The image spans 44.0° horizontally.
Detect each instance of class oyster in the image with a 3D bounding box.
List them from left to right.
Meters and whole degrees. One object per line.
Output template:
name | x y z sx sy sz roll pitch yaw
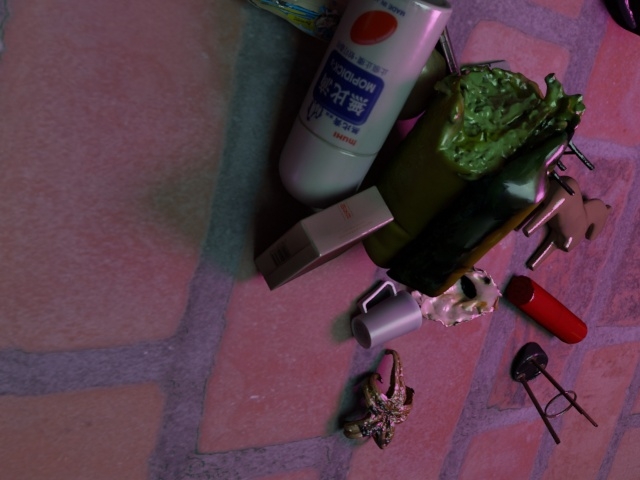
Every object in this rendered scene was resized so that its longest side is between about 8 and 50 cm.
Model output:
oyster | 0.256 0.090 1.502 0.209 0.072 0.133 -9 111 -20

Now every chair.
chair | 0.407 -0.183 1.490 0.212 0.101 0.084 45 77 -18
chair | 0.498 0.332 1.734 0.095 0.221 0.104 -37 135 9

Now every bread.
bread | 0.204 -0.087 1.203 0.251 0.208 0.376 -54 176 -38

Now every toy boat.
toy boat | -0.044 -0.329 1.061 0.210 0.066 0.084 9 73 -36

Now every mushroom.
mushroom | 0.118 -0.253 1.190 0.148 0.112 0.148 1 105 2

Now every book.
book | 0.212 -0.283 1.266 0.014 0.127 0.181 -15 130 14

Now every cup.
cup | 0.113 0.128 1.401 0.116 0.074 0.104 -22 98 -26

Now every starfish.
starfish | 0.124 0.302 1.483 0.146 0.074 0.190 21 93 -37

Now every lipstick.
lipstick | 0.497 0.156 1.726 0.280 0.073 0.073 33 87 -44

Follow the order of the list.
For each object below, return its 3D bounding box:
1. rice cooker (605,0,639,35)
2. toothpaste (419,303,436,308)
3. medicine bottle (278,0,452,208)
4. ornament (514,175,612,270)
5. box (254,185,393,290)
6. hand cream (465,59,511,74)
rice cooker | 0.685 -0.496 1.480 0.267 0.224 0.267 -17 121 -30
toothpaste | 0.208 0.128 1.511 0.083 0.015 0.024 -3 112 -33
medicine bottle | 0.047 -0.196 1.099 0.130 0.130 0.341 0 129 -40
ornament | 0.518 -0.041 1.659 0.245 0.061 0.230 -43 133 -12
box | 0.000 0.000 1.159 0.141 0.201 0.058 -26 84 -30
hand cream | 0.298 -0.148 1.435 0.124 0.078 0.340 -17 112 -37
